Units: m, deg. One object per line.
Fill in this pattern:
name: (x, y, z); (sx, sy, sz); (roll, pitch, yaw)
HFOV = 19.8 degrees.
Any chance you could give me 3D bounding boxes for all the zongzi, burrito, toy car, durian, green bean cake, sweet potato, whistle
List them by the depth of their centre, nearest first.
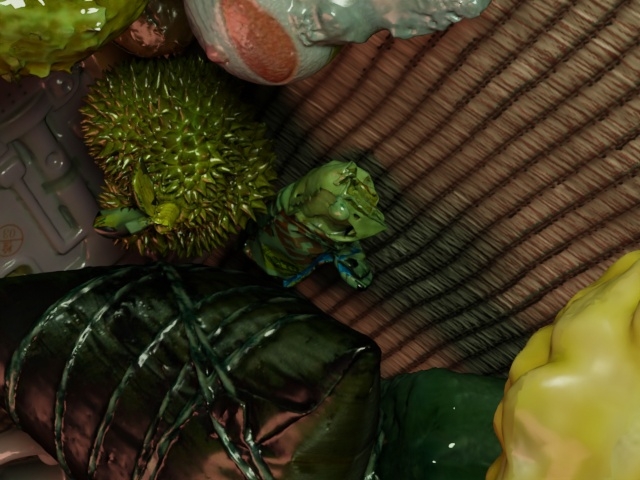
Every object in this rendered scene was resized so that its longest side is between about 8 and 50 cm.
whistle: (-0.001, -0.147, 1.102); (0.223, 0.123, 0.123); (7, 140, 38)
sweet potato: (-0.178, -0.219, 1.383); (0.233, 0.062, 0.081); (44, 142, 12)
durian: (-0.107, -0.071, 1.405); (0.198, 0.146, 0.159); (91, 167, -80)
zongzi: (-0.139, 0.117, 1.409); (0.383, 0.362, 0.319); (-120, 41, -59)
green bean cake: (0.098, 0.269, 1.460); (0.169, 0.308, 0.300); (7, 167, -16)
burrito: (0.000, 0.000, 1.467); (0.104, 0.054, 0.288); (46, 161, -3)
toy car: (-0.264, -0.074, 1.590); (0.226, 0.242, 0.336); (26, 155, 48)

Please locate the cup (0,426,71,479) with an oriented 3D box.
cup: (-0.164, 0.181, 1.744); (0.274, 0.356, 0.259); (122, 137, -67)

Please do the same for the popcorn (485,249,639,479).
popcorn: (0.226, 0.181, 0.955); (0.349, 0.382, 0.349); (27, 142, 23)

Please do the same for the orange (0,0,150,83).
orange: (-0.209, -0.254, 1.117); (0.300, 0.223, 0.301); (8, 121, 36)
